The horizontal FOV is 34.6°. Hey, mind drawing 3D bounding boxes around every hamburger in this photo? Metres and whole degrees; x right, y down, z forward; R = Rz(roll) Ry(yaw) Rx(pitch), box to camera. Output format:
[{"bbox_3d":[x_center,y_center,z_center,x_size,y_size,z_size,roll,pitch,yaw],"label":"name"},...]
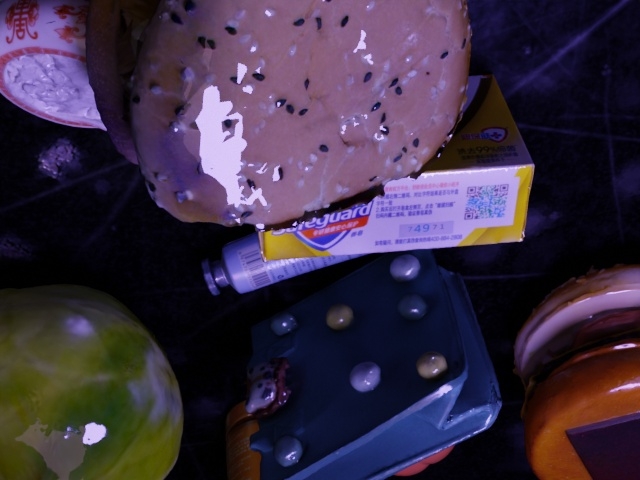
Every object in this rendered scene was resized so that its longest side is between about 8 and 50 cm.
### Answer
[{"bbox_3d":[0.374,0.171,1.240,0.291,0.225,0.291,0,132,0],"label":"hamburger"},{"bbox_3d":[-0.033,-0.177,0.859,0.318,0.195,0.276,-22,126,-28],"label":"hamburger"}]

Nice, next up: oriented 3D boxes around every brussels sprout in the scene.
[{"bbox_3d":[-0.306,0.191,1.146,0.344,0.268,0.344,10,142,8],"label":"brussels sprout"}]

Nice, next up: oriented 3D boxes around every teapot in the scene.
[{"bbox_3d":[-0.236,-0.167,0.926,0.246,0.116,0.159,15,164,-23],"label":"teapot"}]

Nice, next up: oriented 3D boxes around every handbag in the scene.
[{"bbox_3d":[0.041,0.136,1.132,0.274,0.268,0.100,-26,127,14],"label":"handbag"}]

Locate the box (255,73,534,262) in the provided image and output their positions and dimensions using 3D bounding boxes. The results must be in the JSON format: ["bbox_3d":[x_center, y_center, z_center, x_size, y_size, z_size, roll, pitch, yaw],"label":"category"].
[{"bbox_3d":[0.061,-0.076,1.025,0.265,0.168,0.097,-3,132,-4],"label":"box"}]

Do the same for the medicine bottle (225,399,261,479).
[{"bbox_3d":[-0.070,0.300,1.302,0.096,0.192,0.096,-4,129,-4],"label":"medicine bottle"}]

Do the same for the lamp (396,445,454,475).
[{"bbox_3d":[0.087,0.210,1.269,0.188,0.163,0.187,-6,130,-7],"label":"lamp"}]

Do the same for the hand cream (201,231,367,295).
[{"bbox_3d":[0.000,0.000,1.153,0.271,0.058,0.091,-20,112,4],"label":"hand cream"}]
